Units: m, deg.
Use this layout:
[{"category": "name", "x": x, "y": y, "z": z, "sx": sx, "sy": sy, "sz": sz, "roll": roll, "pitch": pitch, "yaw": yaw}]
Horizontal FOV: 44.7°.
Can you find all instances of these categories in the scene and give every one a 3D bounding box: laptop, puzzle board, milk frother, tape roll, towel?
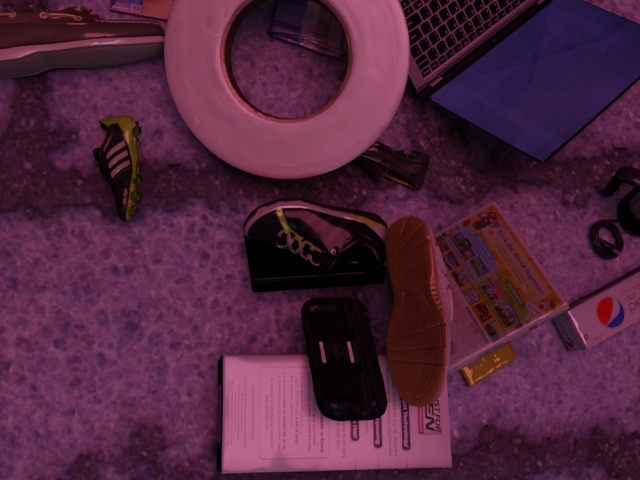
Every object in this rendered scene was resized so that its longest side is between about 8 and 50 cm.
[{"category": "laptop", "x": 0.328, "y": -0.400, "z": 1.304, "sx": 0.382, "sy": 0.236, "sz": 0.408, "roll": -39, "pitch": 111, "yaw": -21}, {"category": "puzzle board", "x": -0.287, "y": -0.423, "z": 1.320, "sx": 0.128, "sy": 0.011, "sz": 0.097, "roll": 7, "pitch": 78, "yaw": -10}, {"category": "milk frother", "x": 0.552, "y": -0.044, "z": 1.349, "sx": 0.129, "sy": 0.135, "sz": 0.143, "roll": 15, "pitch": 74, "yaw": 6}, {"category": "tape roll", "x": -0.053, "y": -0.292, "z": 1.231, "sx": 0.391, "sy": 0.072, "sz": 0.392, "roll": 1, "pitch": 99, "yaw": 3}, {"category": "towel", "x": 0.232, "y": 0.118, "z": 1.312, "sx": 0.102, "sy": 0.021, "sz": 0.237, "roll": -28, "pitch": 85, "yaw": -12}, {"category": "towel", "x": 0.062, "y": -0.414, "z": 1.379, "sx": 0.284, "sy": 0.034, "sz": 0.209, "roll": 15, "pitch": 75, "yaw": -8}]

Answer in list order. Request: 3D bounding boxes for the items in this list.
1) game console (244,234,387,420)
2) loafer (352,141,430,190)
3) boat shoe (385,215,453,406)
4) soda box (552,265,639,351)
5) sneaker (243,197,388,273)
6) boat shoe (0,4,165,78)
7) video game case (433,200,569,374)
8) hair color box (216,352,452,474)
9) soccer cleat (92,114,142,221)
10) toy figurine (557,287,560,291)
[{"category": "game console", "x": 0.005, "y": 0.105, "z": 1.181, "sx": 0.213, "sy": 0.044, "sz": 0.361, "roll": -3, "pitch": 53, "yaw": -12}, {"category": "loafer", "x": 0.102, "y": -0.128, "z": 1.315, "sx": 0.170, "sy": 0.062, "sz": 0.061, "roll": 10, "pitch": 81, "yaw": -8}, {"category": "boat shoe", "x": 0.158, "y": 0.106, "z": 1.158, "sx": 0.098, "sy": 0.096, "sz": 0.277, "roll": -7, "pitch": 77, "yaw": 29}, {"category": "soda box", "x": 0.510, "y": 0.112, "z": 1.344, "sx": 0.216, "sy": 0.069, "sz": 0.074, "roll": -25, "pitch": 84, "yaw": -16}, {"category": "sneaker", "x": 0.000, "y": 0.000, "z": 1.179, "sx": 0.234, "sy": 0.084, "sz": 0.097, "roll": 4, "pitch": 54, "yaw": -7}, {"category": "boat shoe", "x": -0.395, "y": -0.323, "z": 1.225, "sx": 0.304, "sy": 0.109, "sz": 0.091, "roll": -9, "pitch": 84, "yaw": -11}, {"category": "video game case", "x": 0.239, "y": 0.069, "z": 1.221, "sx": 0.206, "sy": 0.026, "sz": 0.227, "roll": -30, "pitch": 51, "yaw": 5}, {"category": "hair color box", "x": 0.018, "y": 0.263, "z": 1.190, "sx": 0.347, "sy": 0.105, "sz": 0.174, "roll": 2, "pitch": 76, "yaw": -11}, {"category": "soccer cleat", "x": -0.320, "y": -0.113, "z": 1.228, "sx": 0.072, "sy": 0.060, "sz": 0.179, "roll": -3, "pitch": 73, "yaw": -3}, {"category": "toy figurine", "x": 0.313, "y": 0.049, "z": 1.300, "sx": 0.173, "sy": 0.130, "sz": 0.159, "roll": 9, "pitch": 50, "yaw": -49}]
